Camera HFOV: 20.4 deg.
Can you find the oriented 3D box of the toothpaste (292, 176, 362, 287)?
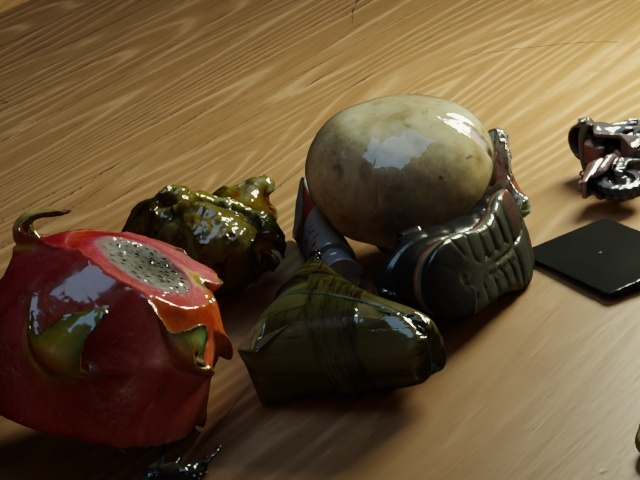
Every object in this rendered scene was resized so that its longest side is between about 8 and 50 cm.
[{"bbox_3d":[0.000,0.000,2.257,0.057,0.089,0.234,3,22,-15],"label":"toothpaste"}]

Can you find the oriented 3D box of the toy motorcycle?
[{"bbox_3d":[0.377,-0.107,2.339,0.118,0.084,0.212,4,29,14],"label":"toy motorcycle"}]

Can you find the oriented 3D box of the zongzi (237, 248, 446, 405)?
[{"bbox_3d":[0.049,0.081,1.951,0.221,0.112,0.242,-3,30,24],"label":"zongzi"}]

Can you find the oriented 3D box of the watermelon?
[{"bbox_3d":[0.223,-0.077,2.293,0.071,0.139,0.187,26,-7,-39],"label":"watermelon"}]

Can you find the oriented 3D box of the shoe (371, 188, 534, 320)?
[{"bbox_3d":[0.154,0.029,2.076,0.137,0.114,0.291,-15,9,35],"label":"shoe"}]

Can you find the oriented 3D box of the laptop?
[{"bbox_3d":[0.344,0.022,2.120,0.135,0.016,0.197,-20,22,-19],"label":"laptop"}]

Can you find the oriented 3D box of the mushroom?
[{"bbox_3d":[0.102,-0.088,2.234,0.255,0.184,0.255,-17,24,8],"label":"mushroom"}]

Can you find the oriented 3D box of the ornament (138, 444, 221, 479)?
[{"bbox_3d":[-0.156,0.241,1.779,0.073,0.028,0.125,0,22,26],"label":"ornament"}]

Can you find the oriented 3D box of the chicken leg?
[{"bbox_3d":[-0.152,-0.008,2.278,0.212,0.140,0.361,9,10,-6],"label":"chicken leg"}]

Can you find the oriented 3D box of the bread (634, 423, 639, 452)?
[{"bbox_3d":[0.352,0.186,1.679,0.110,0.024,0.110,-10,21,4],"label":"bread"}]

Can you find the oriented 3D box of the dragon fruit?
[{"bbox_3d":[-0.224,0.090,1.865,0.291,0.189,0.290,16,17,-5],"label":"dragon fruit"}]
